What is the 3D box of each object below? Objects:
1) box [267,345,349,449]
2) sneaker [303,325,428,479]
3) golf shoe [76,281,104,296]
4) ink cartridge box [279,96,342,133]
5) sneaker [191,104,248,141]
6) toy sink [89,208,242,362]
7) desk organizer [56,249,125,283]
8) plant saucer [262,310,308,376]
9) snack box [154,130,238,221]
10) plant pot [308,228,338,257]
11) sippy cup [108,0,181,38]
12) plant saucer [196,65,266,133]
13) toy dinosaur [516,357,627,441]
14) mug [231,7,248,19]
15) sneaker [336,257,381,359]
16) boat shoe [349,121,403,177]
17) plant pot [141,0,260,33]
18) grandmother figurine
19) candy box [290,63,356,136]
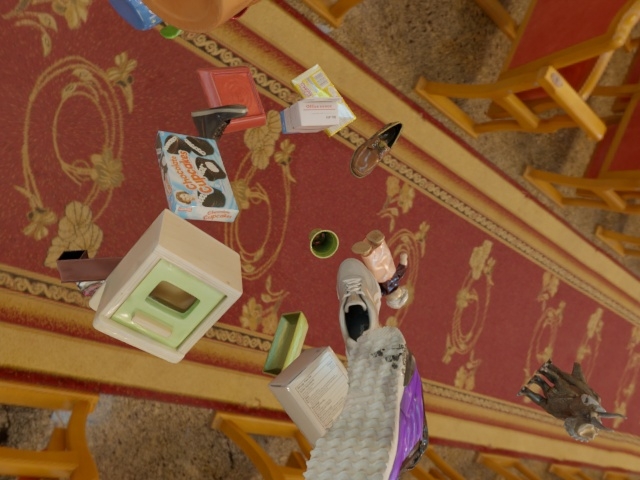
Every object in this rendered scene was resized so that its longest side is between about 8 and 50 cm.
[{"bbox_3d":[0.034,0.414,1.077,0.148,0.121,0.311,-36,94,-32],"label":"box"},{"bbox_3d":[0.081,0.255,0.577,0.146,0.102,0.293,61,34,-23],"label":"sneaker"},{"bbox_3d":[-0.818,0.139,1.718,0.067,0.186,0.086,-42,86,23],"label":"golf shoe"},{"bbox_3d":[-0.023,-0.311,1.160,0.104,0.180,0.060,-8,97,-22],"label":"ink cartridge box"},{"bbox_3d":[-0.345,-0.413,1.642,0.083,0.222,0.118,-49,134,-55],"label":"sneaker"},{"bbox_3d":[-0.260,0.096,0.749,0.153,0.131,0.234,37,107,-29],"label":"toy sink"},{"bbox_3d":[-0.444,0.048,0.916,0.130,0.047,0.050,-3,116,-7],"label":"desk organizer"},{"bbox_3d":[-0.095,0.303,1.339,0.045,0.188,0.188,23,72,-16],"label":"plant saucer"},{"bbox_3d":[-0.379,-0.195,1.399,0.187,0.321,0.060,2,139,-35],"label":"snack box"},{"bbox_3d":[0.000,0.000,1.335,0.083,0.079,0.083,-5,108,-16],"label":"plant pot"},{"bbox_3d":[-0.479,-0.724,1.301,0.224,0.240,0.305,-50,127,-14],"label":"sippy cup"},{"bbox_3d":[-0.339,-0.577,1.856,0.258,0.048,0.259,-26,102,-44],"label":"plant saucer"},{"bbox_3d":[0.528,0.336,0.981,0.121,0.160,0.314,-55,149,12],"label":"toy dinosaur"},{"bbox_3d":[-0.311,-0.918,1.718,0.169,0.150,0.113,-31,98,-1],"label":"mug"},{"bbox_3d":[0.080,0.128,0.967,0.099,0.262,0.121,-14,139,6],"label":"sneaker"},{"bbox_3d":[0.233,-0.389,1.915,0.111,0.104,0.307,41,69,-10],"label":"boat shoe"},{"bbox_3d":[-0.222,-0.527,0.845,0.291,0.291,0.203,38,61,-31],"label":"plant pot"},{"bbox_3d":[0.239,0.120,1.689,0.208,0.104,0.342,-32,124,-7],"label":"grandmother figurine"},{"bbox_3d":[0.009,-0.430,1.423,0.105,0.027,0.205,-37,94,-11],"label":"candy box"}]
